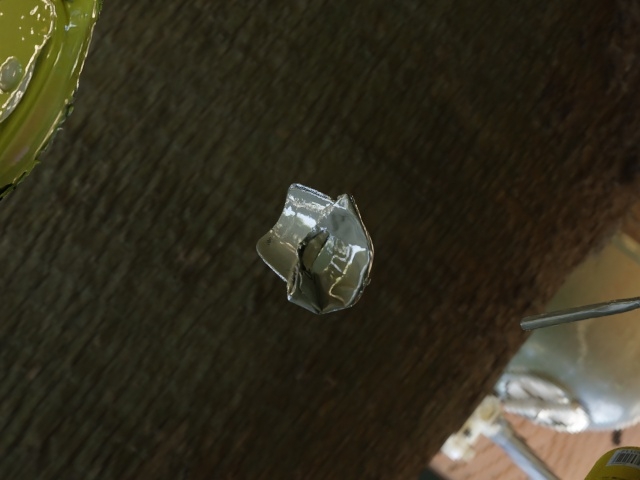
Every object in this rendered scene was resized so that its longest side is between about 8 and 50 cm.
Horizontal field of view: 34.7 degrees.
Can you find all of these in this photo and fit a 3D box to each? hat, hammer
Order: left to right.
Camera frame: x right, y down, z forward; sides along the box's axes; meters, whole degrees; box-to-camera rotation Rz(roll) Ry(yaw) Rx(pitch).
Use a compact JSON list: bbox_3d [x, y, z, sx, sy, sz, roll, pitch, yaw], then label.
[{"bbox_3d":[0.000,0.000,1.287,0.085,0.147,0.175,27,-172,-36],"label":"hat"},{"bbox_3d":[0.310,0.049,0.888,0.292,0.029,0.058,-15,116,31],"label":"hammer"}]

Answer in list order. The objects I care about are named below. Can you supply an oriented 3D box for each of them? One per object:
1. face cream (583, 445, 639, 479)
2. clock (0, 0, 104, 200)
[{"bbox_3d":[0.235,0.300,0.905,0.105,0.105,0.348,37,-149,17],"label":"face cream"},{"bbox_3d":[-0.245,-0.143,0.657,0.071,0.277,0.293,23,159,15],"label":"clock"}]
